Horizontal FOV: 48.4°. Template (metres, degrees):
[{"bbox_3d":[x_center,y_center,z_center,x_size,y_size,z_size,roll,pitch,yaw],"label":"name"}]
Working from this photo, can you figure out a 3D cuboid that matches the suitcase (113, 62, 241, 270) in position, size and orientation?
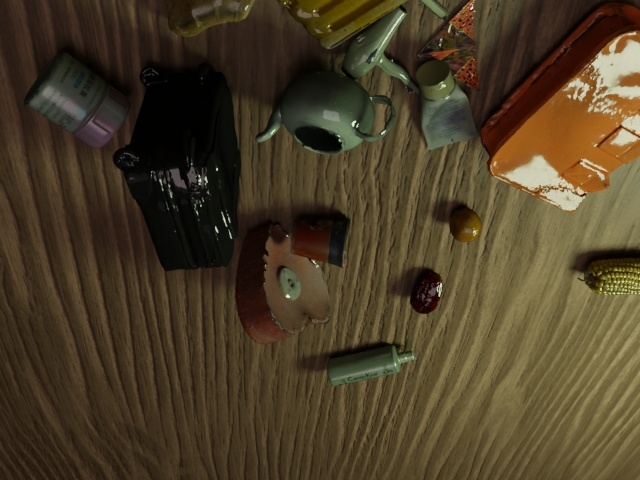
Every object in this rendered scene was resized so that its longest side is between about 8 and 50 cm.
[{"bbox_3d":[-0.262,-0.139,1.430,0.188,0.345,0.339,-5,133,1],"label":"suitcase"}]

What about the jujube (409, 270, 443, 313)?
[{"bbox_3d":[0.286,0.138,1.901,0.077,0.077,0.129,11,126,-10],"label":"jujube"}]

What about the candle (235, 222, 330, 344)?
[{"bbox_3d":[-0.114,0.107,1.759,0.131,0.317,0.287,-20,91,25],"label":"candle"}]

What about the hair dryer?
[{"bbox_3d":[0.156,-0.373,1.403,0.199,0.067,0.167,11,130,-25],"label":"hair dryer"}]

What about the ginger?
[{"bbox_3d":[-0.208,-0.434,1.329,0.190,0.069,0.095,-17,158,16],"label":"ginger"}]

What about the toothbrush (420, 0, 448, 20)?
[{"bbox_3d":[0.132,-0.490,1.292,0.294,0.028,0.026,33,144,-28],"label":"toothbrush"}]

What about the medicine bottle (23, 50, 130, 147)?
[{"bbox_3d":[-0.489,-0.281,1.444,0.135,0.135,0.168,-33,126,30],"label":"medicine bottle"}]

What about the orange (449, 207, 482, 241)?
[{"bbox_3d":[0.349,-0.037,1.719,0.085,0.085,0.085,1,136,1],"label":"orange"}]

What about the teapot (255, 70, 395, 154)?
[{"bbox_3d":[0.012,-0.249,1.435,0.294,0.130,0.193,7,160,27],"label":"teapot"}]

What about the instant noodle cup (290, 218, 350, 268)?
[{"bbox_3d":[0.000,-0.002,1.739,0.135,0.127,0.127,8,136,5],"label":"instant noodle cup"}]

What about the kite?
[{"bbox_3d":[0.252,-0.378,1.418,0.125,0.008,0.222,-7,135,8],"label":"kite"}]

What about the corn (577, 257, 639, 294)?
[{"bbox_3d":[0.822,0.091,1.819,0.310,0.101,0.101,-1,136,5],"label":"corn"}]

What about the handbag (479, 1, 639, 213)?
[{"bbox_3d":[0.555,-0.259,1.465,0.303,0.116,0.410,22,133,-24],"label":"handbag"}]

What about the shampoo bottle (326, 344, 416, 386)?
[{"bbox_3d":[0.153,0.369,2.127,0.262,0.085,0.085,-15,133,15],"label":"shampoo bottle"}]

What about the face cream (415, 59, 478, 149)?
[{"bbox_3d":[0.257,-0.276,1.497,0.114,0.070,0.224,-14,146,15],"label":"face cream"}]

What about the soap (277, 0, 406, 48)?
[{"bbox_3d":[0.061,-0.463,1.253,0.257,0.080,0.160,-23,133,37],"label":"soap"}]
